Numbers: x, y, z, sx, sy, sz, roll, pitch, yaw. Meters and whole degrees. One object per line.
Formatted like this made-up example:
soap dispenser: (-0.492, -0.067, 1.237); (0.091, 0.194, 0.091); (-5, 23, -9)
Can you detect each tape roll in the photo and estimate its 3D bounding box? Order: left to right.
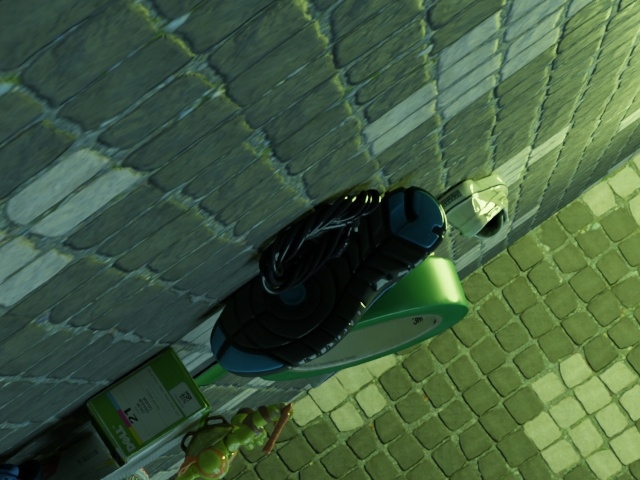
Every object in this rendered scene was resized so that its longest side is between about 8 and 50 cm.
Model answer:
tape roll: (0.053, 0.117, 2.086); (0.321, 0.077, 0.321); (-17, 165, -5)

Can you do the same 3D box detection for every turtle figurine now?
turtle figurine: (-0.143, 0.280, 1.845); (0.269, 0.087, 0.217); (-45, 180, 1)

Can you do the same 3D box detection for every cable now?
cable: (0.000, 0.000, 1.652); (0.150, 0.047, 0.184); (-42, 169, 28)

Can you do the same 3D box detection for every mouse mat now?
mouse mat: (-0.139, 0.190, 2.294); (0.153, 0.007, 0.190); (-36, 170, 4)

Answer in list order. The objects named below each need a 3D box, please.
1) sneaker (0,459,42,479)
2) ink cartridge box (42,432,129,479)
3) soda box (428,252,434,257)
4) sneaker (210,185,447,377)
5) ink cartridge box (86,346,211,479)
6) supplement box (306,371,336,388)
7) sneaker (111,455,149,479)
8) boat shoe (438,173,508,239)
sneaker: (-0.412, 0.304, 1.711); (0.209, 0.069, 0.082); (-2, 114, -60)
ink cartridge box: (-0.315, 0.360, 1.972); (0.115, 0.067, 0.198); (-33, -150, -13)
soda box: (0.089, 0.051, 2.232); (0.181, 0.061, 0.058); (-40, 170, 32)
sneaker: (0.013, 0.067, 1.815); (0.341, 0.125, 0.139); (-33, 173, -12)
ink cartridge box: (-0.274, 0.259, 1.847); (0.255, 0.097, 0.189); (-32, 172, -14)
supplement box: (0.049, 0.137, 2.360); (0.220, 0.111, 0.114); (-28, 169, -48)
sneaker: (-0.346, 0.401, 2.466); (0.075, 0.063, 0.170); (-35, 167, -7)
boat shoe: (0.256, -0.046, 2.262); (0.096, 0.088, 0.267); (-38, 171, 13)
